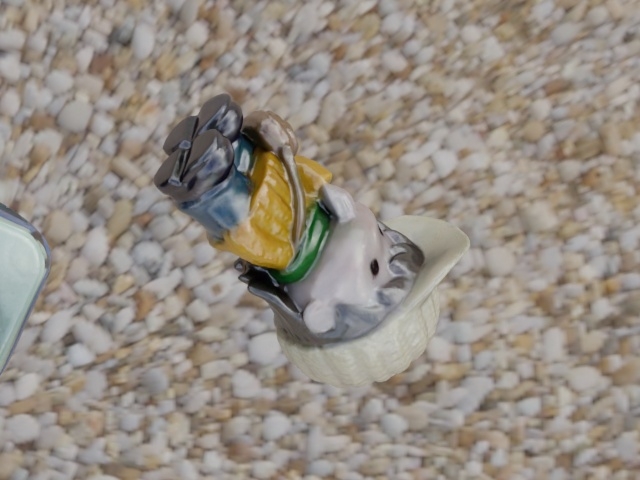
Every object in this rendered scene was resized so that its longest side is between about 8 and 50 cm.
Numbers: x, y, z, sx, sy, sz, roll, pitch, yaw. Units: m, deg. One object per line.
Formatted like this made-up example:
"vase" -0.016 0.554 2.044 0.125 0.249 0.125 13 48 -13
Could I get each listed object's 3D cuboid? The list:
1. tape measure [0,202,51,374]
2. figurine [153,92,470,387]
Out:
"tape measure" -0.402 0.052 1.491 0.259 0.138 0.262 24 87 -4
"figurine" -0.025 0.012 1.613 0.332 0.204 0.185 29 38 -16
